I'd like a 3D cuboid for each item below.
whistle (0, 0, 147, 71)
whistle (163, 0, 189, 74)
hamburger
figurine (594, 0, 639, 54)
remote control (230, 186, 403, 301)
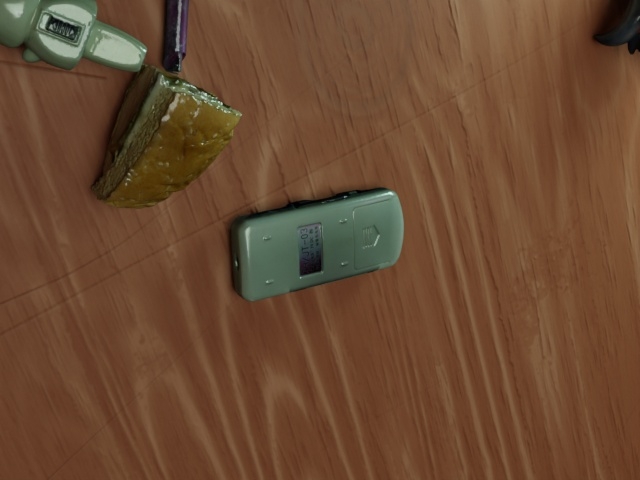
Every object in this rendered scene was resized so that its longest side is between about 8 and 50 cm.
[{"bbox_3d":[-0.342,-0.279,1.412,0.253,0.105,0.101,18,127,-27],"label":"whistle"},{"bbox_3d":[-0.198,-0.319,1.524,0.033,0.033,0.176,-3,107,-30],"label":"whistle"},{"bbox_3d":[-0.213,-0.122,1.521,0.155,0.135,0.207,28,93,-32],"label":"hamburger"},{"bbox_3d":[0.593,-0.406,1.870,0.175,0.197,0.265,2,125,-32],"label":"figurine"},{"bbox_3d":[0.000,0.000,1.733,0.296,0.056,0.140,-14,114,-28],"label":"remote control"}]
